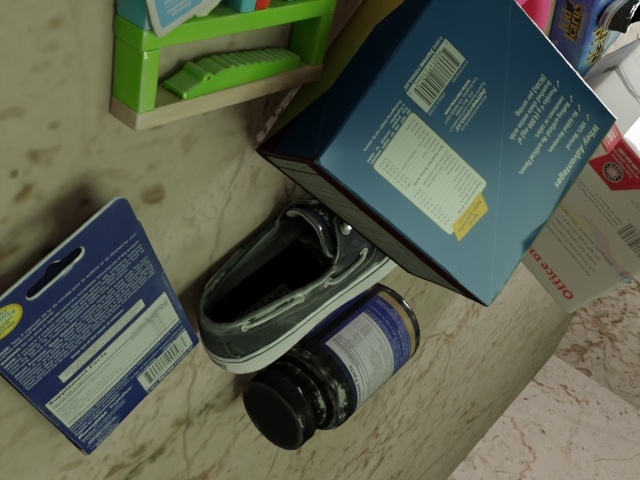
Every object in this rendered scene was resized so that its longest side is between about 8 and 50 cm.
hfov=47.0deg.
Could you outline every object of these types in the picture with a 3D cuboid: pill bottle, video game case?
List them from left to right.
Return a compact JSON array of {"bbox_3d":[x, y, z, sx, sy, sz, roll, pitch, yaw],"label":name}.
[{"bbox_3d":[0.014,0.149,0.892,0.219,0.122,0.123,-34,147,-39],"label":"pill bottle"},{"bbox_3d":[0.431,-0.395,1.073,0.244,0.061,0.270,-46,153,-20],"label":"video game case"}]

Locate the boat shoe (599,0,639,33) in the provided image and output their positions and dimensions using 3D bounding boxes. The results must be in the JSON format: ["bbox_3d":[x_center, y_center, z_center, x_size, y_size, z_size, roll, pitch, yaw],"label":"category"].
[{"bbox_3d":[0.448,-0.331,1.057,0.142,0.040,0.049,-38,150,-33],"label":"boat shoe"}]

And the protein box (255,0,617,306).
[{"bbox_3d":[0.097,-0.090,0.624,0.201,0.136,0.200,38,84,-26],"label":"protein box"}]

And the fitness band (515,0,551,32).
[{"bbox_3d":[0.194,-0.184,0.904,0.209,0.054,0.291,-27,144,-47],"label":"fitness band"}]

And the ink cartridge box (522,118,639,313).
[{"bbox_3d":[0.492,-0.043,1.290,0.131,0.226,0.306,-35,175,-39],"label":"ink cartridge box"}]

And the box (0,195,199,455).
[{"bbox_3d":[-0.172,0.066,0.555,0.136,0.036,0.225,-46,155,-23],"label":"box"}]

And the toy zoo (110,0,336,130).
[{"bbox_3d":[-0.038,-0.223,0.459,0.192,0.030,0.293,-28,143,-45],"label":"toy zoo"}]

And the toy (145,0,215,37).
[{"bbox_3d":[-0.040,-0.218,0.358,0.137,0.056,0.237,-43,151,-24],"label":"toy"}]

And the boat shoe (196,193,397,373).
[{"bbox_3d":[0.000,0.000,0.721,0.301,0.108,0.102,-38,152,-20],"label":"boat shoe"}]

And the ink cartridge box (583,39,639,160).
[{"bbox_3d":[0.423,-0.206,1.166,0.218,0.092,0.158,-44,-169,-27],"label":"ink cartridge box"}]
